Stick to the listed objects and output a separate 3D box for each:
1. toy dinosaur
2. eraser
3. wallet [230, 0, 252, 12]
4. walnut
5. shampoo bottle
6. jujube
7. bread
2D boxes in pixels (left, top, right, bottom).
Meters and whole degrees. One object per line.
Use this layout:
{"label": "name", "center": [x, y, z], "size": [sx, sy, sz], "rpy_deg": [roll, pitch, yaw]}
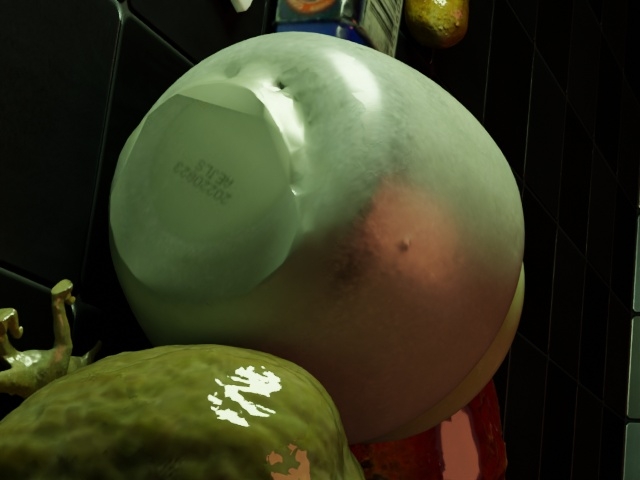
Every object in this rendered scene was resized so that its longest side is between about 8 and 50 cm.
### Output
{"label": "toy dinosaur", "center": [-0.207, 0.107, 0.989], "size": [0.162, 0.039, 0.126], "rpy_deg": [-55, 140, -51]}
{"label": "eraser", "center": [0.023, -0.250, 1.437], "size": [0.155, 0.101, 0.332], "rpy_deg": [44, 52, -61]}
{"label": "wallet", "center": [-0.089, -0.276, 1.269], "size": [0.122, 0.025, 0.061], "rpy_deg": [63, 33, -47]}
{"label": "walnut", "center": [-0.104, 0.185, 0.936], "size": [0.283, 0.282, 0.228], "rpy_deg": [-16, 105, -66]}
{"label": "shampoo bottle", "center": [0.000, 0.000, 1.109], "size": [0.317, 0.322, 0.323], "rpy_deg": [46, 49, -49]}
{"label": "jujube", "center": [0.098, 0.188, 1.492], "size": [0.223, 0.223, 0.318], "rpy_deg": [10, 77, -66]}
{"label": "bread", "center": [0.164, -0.411, 1.780], "size": [0.124, 0.083, 0.344], "rpy_deg": [89, 8, -74]}
